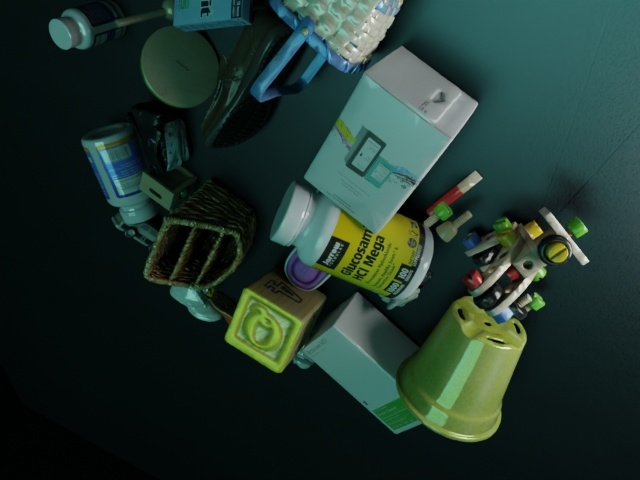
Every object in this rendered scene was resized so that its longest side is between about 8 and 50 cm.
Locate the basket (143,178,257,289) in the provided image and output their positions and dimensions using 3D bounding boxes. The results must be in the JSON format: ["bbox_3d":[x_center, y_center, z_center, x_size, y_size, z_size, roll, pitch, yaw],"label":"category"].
[{"bbox_3d":[-0.331,0.024,1.478,0.213,0.223,0.299,36,131,-2],"label":"basket"}]

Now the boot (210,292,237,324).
[{"bbox_3d":[-0.311,0.244,1.752,0.157,0.059,0.085,38,139,1],"label":"boot"}]

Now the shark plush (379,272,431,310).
[{"bbox_3d":[0.212,0.124,1.337,0.161,0.073,0.067,-41,66,48],"label":"shark plush"}]

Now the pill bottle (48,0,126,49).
[{"bbox_3d":[-0.566,-0.521,1.271,0.094,0.169,0.094,16,129,21],"label":"pill bottle"}]

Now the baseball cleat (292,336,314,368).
[{"bbox_3d":[-0.089,0.317,1.668,0.206,0.072,0.109,43,120,-8],"label":"baseball cleat"}]

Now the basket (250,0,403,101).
[{"bbox_3d":[0.003,-0.381,0.969,0.201,0.255,0.289,40,115,-1],"label":"basket"}]

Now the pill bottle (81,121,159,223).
[{"bbox_3d":[-0.571,-0.193,1.529,0.152,0.152,0.272,6,125,29],"label":"pill bottle"}]

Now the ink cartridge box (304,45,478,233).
[{"bbox_3d":[0.138,-0.199,1.045,0.197,0.198,0.270,38,133,3],"label":"ink cartridge box"}]

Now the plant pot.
[{"bbox_3d":[0.349,0.283,1.246,0.275,0.276,0.254,25,121,14],"label":"plant pot"}]

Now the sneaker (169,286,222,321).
[{"bbox_3d":[-0.419,0.192,1.773,0.212,0.080,0.094,31,122,11],"label":"sneaker"}]

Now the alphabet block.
[{"bbox_3d":[-0.124,0.218,1.483,0.193,0.197,0.193,27,113,11],"label":"alphabet block"}]

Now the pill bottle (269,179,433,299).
[{"bbox_3d":[0.066,-0.005,1.169,0.333,0.188,0.188,22,135,-13],"label":"pill bottle"}]

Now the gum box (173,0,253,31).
[{"bbox_3d":[-0.222,-0.528,1.091,0.184,0.041,0.157,7,95,27],"label":"gum box"}]

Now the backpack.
[{"bbox_3d":[-0.427,-0.271,1.405,0.151,0.115,0.182,24,131,34],"label":"backpack"}]

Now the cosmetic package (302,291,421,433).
[{"bbox_3d":[0.156,0.343,1.462,0.365,0.155,0.197,40,137,-1],"label":"cosmetic package"}]

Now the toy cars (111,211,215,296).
[{"bbox_3d":[-0.482,0.029,1.667,0.393,0.087,0.176,40,178,1],"label":"toy cars"}]

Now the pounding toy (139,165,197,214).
[{"bbox_3d":[-0.430,-0.142,1.491,0.141,0.130,0.100,36,134,4],"label":"pounding toy"}]

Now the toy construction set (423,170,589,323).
[{"bbox_3d":[0.385,-0.013,1.054,0.237,0.257,0.309,-42,72,26],"label":"toy construction set"}]

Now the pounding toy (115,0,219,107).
[{"bbox_3d":[-0.356,-0.426,1.236,0.110,0.182,0.237,11,132,59],"label":"pounding toy"}]

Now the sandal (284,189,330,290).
[{"bbox_3d":[0.013,0.008,1.339,0.169,0.102,0.416,31,132,6],"label":"sandal"}]

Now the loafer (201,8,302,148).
[{"bbox_3d":[-0.171,-0.360,1.191,0.366,0.133,0.130,-47,68,34],"label":"loafer"}]
